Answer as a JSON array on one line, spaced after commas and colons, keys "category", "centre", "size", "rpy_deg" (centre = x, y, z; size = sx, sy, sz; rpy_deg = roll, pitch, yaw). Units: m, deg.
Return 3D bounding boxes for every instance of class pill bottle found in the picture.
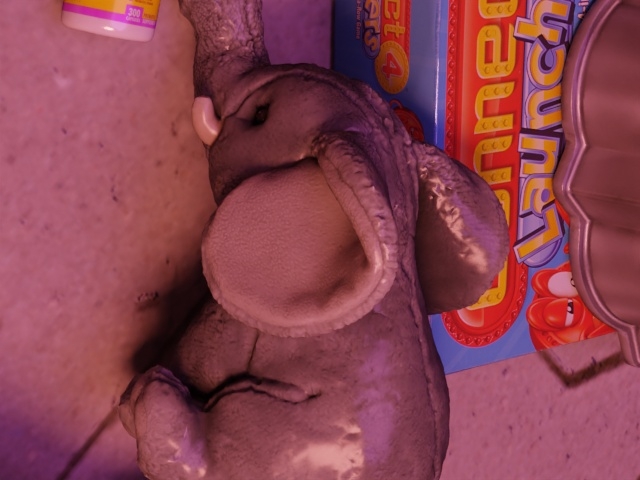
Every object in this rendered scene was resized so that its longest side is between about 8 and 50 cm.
[{"category": "pill bottle", "centre": [-0.090, -0.134, 0.711], "size": [0.043, 0.043, 0.083], "rpy_deg": [5, 99, -37]}]

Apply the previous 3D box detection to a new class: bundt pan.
[{"category": "bundt pan", "centre": [0.286, -0.061, 0.850], "size": [0.331, 0.124, 0.330], "rpy_deg": [-10, 108, -34]}]

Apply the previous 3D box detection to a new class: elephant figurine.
[{"category": "elephant figurine", "centre": [0.000, 0.000, 0.719], "size": [0.186, 0.169, 0.239], "rpy_deg": [13, 105, -10]}]

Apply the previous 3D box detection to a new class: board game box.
[{"category": "board game box", "centre": [0.152, -0.104, 0.871], "size": [0.302, 0.086, 0.308], "rpy_deg": [-11, 109, -34]}]
